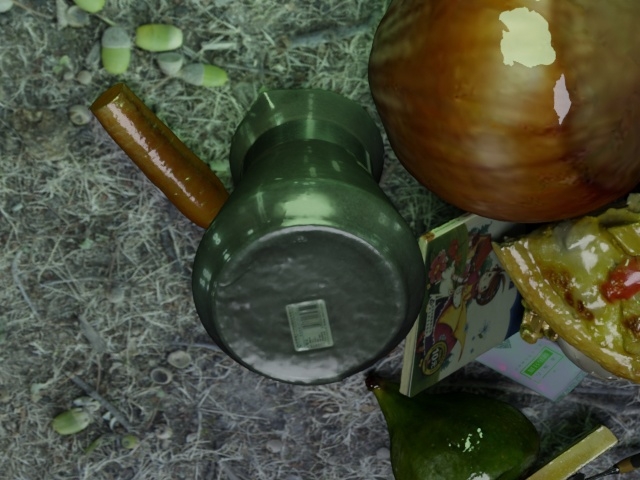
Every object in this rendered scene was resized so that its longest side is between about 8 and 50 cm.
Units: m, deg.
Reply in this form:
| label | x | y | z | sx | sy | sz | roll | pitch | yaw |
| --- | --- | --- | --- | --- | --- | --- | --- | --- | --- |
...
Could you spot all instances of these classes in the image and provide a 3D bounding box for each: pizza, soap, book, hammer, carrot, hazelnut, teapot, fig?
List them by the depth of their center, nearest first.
| label | x | y | z | sx | sy | sz | roll | pitch | yaw |
| --- | --- | --- | --- | --- | --- | --- | --- | --- | --- |
| hazelnut | 0.226 | -0.193 | 1.608 | 0.372 | 0.315 | 0.373 | 1 | 91 | 27 |
| teapot | 0.000 | 0.000 | 1.678 | 0.253 | 0.344 | 0.300 | -28 | 118 | 16 |
| pizza | 0.359 | 0.016 | 1.684 | 0.280 | 0.075 | 0.288 | 34 | 123 | 4 |
| carrot | -0.188 | -0.096 | 1.773 | 0.067 | 0.067 | 0.225 | -36 | 115 | 16 |
| book | 0.218 | 0.041 | 1.793 | 0.322 | 0.018 | 0.228 | -26 | 133 | -39 |
| fig | 0.167 | 0.260 | 1.978 | 0.203 | 0.203 | 0.235 | -47 | 71 | 21 |
| soap | 0.308 | 0.340 | 2.034 | 0.252 | 0.092 | 0.037 | -37 | 82 | 2 |
| hammer | 0.428 | 0.322 | 2.059 | 0.201 | 0.021 | 0.078 | -18 | 163 | -15 |

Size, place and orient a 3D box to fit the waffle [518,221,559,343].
| label | x | y | z | sx | sy | sz | roll | pitch | yaw |
| --- | --- | --- | --- | --- | --- | --- | --- | --- | --- |
| waffle | 0.306 | 0.029 | 1.816 | 0.160 | 0.046 | 0.192 | -20 | 108 | -1 |

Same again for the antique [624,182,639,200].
| label | x | y | z | sx | sy | sz | roll | pitch | yaw |
| --- | --- | --- | --- | --- | --- | --- | --- | --- | --- |
| antique | 0.513 | -0.015 | 1.785 | 0.278 | 0.223 | 0.129 | 17 | 120 | -5 |

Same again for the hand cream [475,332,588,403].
| label | x | y | z | sx | sy | sz | roll | pitch | yaw |
| --- | --- | --- | --- | --- | --- | --- | --- | --- | --- |
| hand cream | 0.249 | 0.144 | 1.971 | 0.275 | 0.050 | 0.079 | 29 | 142 | -25 |

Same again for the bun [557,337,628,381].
| label | x | y | z | sx | sy | sz | roll | pitch | yaw |
| --- | --- | --- | --- | --- | --- | --- | --- | --- | --- |
| bun | 0.393 | 0.100 | 1.903 | 0.172 | 0.120 | 0.173 | 0 | 89 | 14 |

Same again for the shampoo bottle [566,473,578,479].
| label | x | y | z | sx | sy | sz | roll | pitch | yaw |
| --- | --- | --- | --- | --- | --- | --- | --- | --- | --- |
| shampoo bottle | 0.268 | 0.393 | 2.112 | 0.233 | 0.049 | 0.087 | -12 | 111 | 3 |
